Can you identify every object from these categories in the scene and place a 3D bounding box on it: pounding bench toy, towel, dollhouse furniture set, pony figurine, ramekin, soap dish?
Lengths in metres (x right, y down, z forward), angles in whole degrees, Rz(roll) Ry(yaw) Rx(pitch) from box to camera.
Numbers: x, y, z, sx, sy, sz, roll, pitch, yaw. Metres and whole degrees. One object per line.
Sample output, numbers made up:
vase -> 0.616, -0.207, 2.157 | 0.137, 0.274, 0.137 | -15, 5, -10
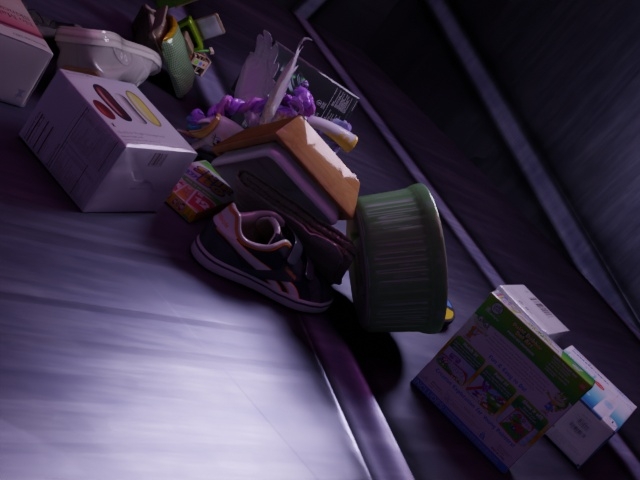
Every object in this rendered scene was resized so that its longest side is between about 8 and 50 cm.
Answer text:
pounding bench toy -> -0.345, -0.515, 2.361 | 0.065, 0.083, 0.052 | 17, 29, -46
towel -> -0.059, -0.020, 1.679 | 0.282, 0.049, 0.187 | 35, -22, 6
dollhouse furniture set -> -0.324, -0.532, 2.169 | 0.301, 0.151, 0.197 | -96, 167, -53
pony figurine -> -0.103, -0.273, 1.916 | 0.363, 0.351, 0.303 | 31, -2, -24
ramekin -> 0.143, 0.043, 1.684 | 0.148, 0.303, 0.303 | -5, 31, -6
soap dish -> -0.070, -0.135, 1.690 | 0.229, 0.118, 0.291 | 46, -22, -23

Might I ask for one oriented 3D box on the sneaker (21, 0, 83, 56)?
sneaker -> -0.599, -0.458, 1.801 | 0.130, 0.087, 0.227 | 47, 26, 5

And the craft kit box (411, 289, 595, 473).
craft kit box -> 0.342, 0.267, 1.605 | 0.250, 0.246, 0.061 | 45, 22, 16

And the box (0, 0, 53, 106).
box -> -0.613, -0.375, 1.539 | 0.149, 0.127, 0.232 | 14, 31, -49

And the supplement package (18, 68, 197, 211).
supplement package -> -0.369, -0.169, 1.478 | 0.203, 0.149, 0.194 | 47, 22, 19

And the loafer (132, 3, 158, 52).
loafer -> -0.446, -0.567, 2.278 | 0.092, 0.102, 0.268 | 21, 25, -26

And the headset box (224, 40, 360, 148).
headset box -> -0.091, -0.326, 2.121 | 0.283, 0.246, 0.131 | 30, -5, -20

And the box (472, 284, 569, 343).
box -> 0.525, 0.218, 2.209 | 0.181, 0.119, 0.182 | 48, 23, 25

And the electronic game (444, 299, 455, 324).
electronic game -> 0.230, 0.118, 2.026 | 0.229, 0.048, 0.229 | 33, 21, -14

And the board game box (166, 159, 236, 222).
board game box -> -0.246, -0.106, 1.725 | 0.124, 0.039, 0.259 | 42, 18, 7

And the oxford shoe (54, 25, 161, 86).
oxford shoe -> -0.459, -0.374, 1.825 | 0.169, 0.130, 0.449 | 5, 8, 3

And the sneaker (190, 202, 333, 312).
sneaker -> -0.076, 0.034, 1.577 | 0.321, 0.127, 0.126 | 25, 23, -37

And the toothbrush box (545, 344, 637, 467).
toothbrush box -> 0.596, 0.379, 1.974 | 0.216, 0.126, 0.295 | 46, 20, 21
